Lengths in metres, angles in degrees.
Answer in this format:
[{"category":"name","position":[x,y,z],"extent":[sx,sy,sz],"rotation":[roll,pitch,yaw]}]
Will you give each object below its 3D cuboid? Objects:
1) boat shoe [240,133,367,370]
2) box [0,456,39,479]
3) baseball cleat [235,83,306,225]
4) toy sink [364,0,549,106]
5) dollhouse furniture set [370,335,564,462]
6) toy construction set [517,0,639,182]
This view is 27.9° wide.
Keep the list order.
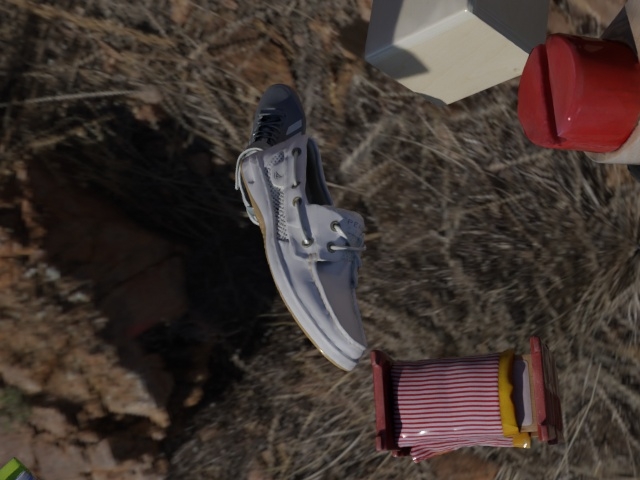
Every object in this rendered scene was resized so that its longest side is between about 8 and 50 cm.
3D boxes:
[{"category":"boat shoe","position":[0.000,0.000,1.314],"extent":[0.096,0.098,0.277],"rotation":[-31,58,14]},{"category":"box","position":[-0.440,0.375,1.819],"extent":[0.042,0.178,0.109],"rotation":[39,73,22]},{"category":"baseball cleat","position":[-0.064,-0.124,1.666],"extent":[0.072,0.109,0.206],"rotation":[-2,69,12]},{"category":"toy sink","position":[0.158,-0.287,1.385],"extent":[0.152,0.131,0.234],"rotation":[-19,53,46]},{"category":"dollhouse furniture set","position":[0.184,0.307,1.463],"extent":[0.201,0.152,0.374],"rotation":[-9,75,15]},{"category":"toy construction set","position":[0.120,-0.168,0.327],"extent":[0.308,0.237,0.258],"rotation":[27,74,-15]}]
